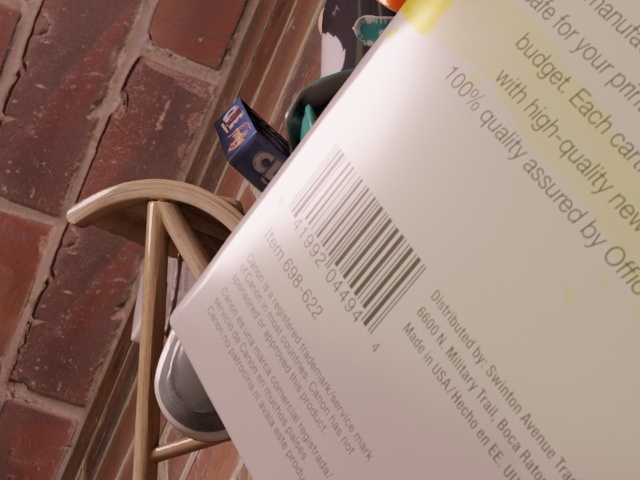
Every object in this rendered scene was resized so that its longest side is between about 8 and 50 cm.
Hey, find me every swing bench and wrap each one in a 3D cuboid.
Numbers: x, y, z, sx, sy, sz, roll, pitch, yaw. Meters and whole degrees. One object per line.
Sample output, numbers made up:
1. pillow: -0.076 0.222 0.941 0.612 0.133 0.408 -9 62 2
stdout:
1. swing bench: -0.064 0.080 0.961 0.253 0.165 0.255 26 -134 -68

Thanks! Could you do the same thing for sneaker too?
1. sneaker: 0.000 0.000 0.701 0.295 0.124 0.178 -49 -11 -11

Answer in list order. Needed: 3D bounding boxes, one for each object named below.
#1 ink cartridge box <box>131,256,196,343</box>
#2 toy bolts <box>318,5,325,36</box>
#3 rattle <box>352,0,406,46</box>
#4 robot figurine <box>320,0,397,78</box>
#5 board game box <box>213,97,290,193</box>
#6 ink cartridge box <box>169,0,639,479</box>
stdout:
1. ink cartridge box: -0.126 0.092 1.440 0.093 0.212 0.154 -59 18 24
2. toy bolts: 0.038 -0.150 1.284 0.218 0.158 0.228 132 154 -52
3. rattle: 0.131 -0.151 0.888 0.130 0.199 0.143 -44 15 6
4. robot figurine: 0.081 -0.154 1.071 0.173 0.209 0.278 -21 61 45
5. board game box: 0.001 -0.034 1.114 0.042 0.243 0.165 -46 20 7
6. ink cartridge box: 0.144 0.004 0.459 0.385 0.160 0.279 -52 50 23
